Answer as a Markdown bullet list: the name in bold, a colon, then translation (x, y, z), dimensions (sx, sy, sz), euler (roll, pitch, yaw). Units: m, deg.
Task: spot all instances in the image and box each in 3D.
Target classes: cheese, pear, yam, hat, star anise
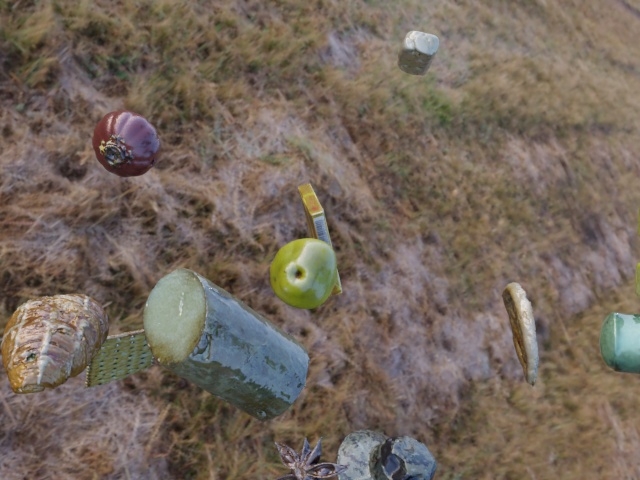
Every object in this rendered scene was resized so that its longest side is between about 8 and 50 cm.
- **cheese**: translation (0.168, -0.326, 1.306), dimensions (0.194, 0.065, 0.043), euler (-55, 155, -86)
- **pear**: translation (-0.021, 0.042, 0.940), dimensions (0.097, 0.092, 0.092), euler (47, 25, -72)
- **yam**: translation (-0.160, 0.188, 1.291), dimensions (0.304, 0.168, 0.168), euler (39, 40, -34)
- **hat**: translation (0.167, 0.483, 1.554), dimensions (0.266, 0.128, 0.265), euler (28, 30, -19)
- **star anise**: translation (-0.030, 0.376, 1.234), dimensions (0.129, 0.124, 0.056), euler (34, 6, 23)

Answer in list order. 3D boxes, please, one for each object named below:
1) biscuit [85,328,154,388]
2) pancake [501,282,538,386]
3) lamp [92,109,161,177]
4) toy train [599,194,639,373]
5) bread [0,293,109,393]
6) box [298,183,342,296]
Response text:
- **biscuit**: translation (-0.404, 0.239, 1.513), dimensions (0.144, 0.203, 0.016), euler (-10, 57, -25)
- **pancake**: translation (0.265, 0.120, 0.976), dimensions (0.139, 0.022, 0.139), euler (-12, 90, -85)
- **lamp**: translation (-0.284, -0.141, 1.085), dimensions (0.101, 0.101, 0.090), euler (51, 25, -17)
- **toy train**: translation (0.510, 0.052, 0.721), dimensions (0.179, 0.443, 0.272), euler (-13, 105, -73)
- **bread**: translation (-0.304, 0.103, 0.857), dimensions (0.233, 0.105, 0.075), euler (-93, -168, -81)
- **box**: translation (0.000, 0.000, 1.122), dimensions (0.089, 0.022, 0.156), euler (-112, -173, -53)
